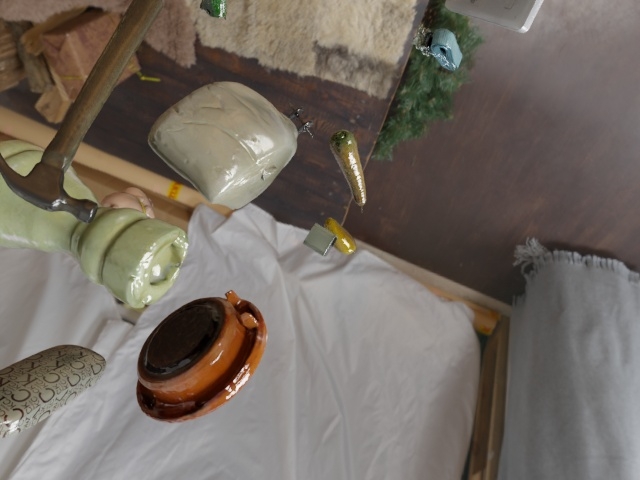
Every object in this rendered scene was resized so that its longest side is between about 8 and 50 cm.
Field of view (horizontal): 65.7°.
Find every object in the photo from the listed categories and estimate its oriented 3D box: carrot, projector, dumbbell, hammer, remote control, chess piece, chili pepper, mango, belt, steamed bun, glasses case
[{"bbox_3d":[0.095,-0.194,1.462,0.078,0.078,0.298,2,139,23],"label":"carrot"},{"bbox_3d":[0.000,0.000,1.642,0.082,0.083,0.083,32,178,9],"label":"projector"},{"bbox_3d":[-0.067,-0.412,1.702,0.069,0.069,0.147,-38,87,41],"label":"dumbbell"},{"bbox_3d":[-0.361,-0.246,0.810,0.168,0.439,0.044,26,154,-18],"label":"hammer"},{"bbox_3d":[0.419,-0.589,1.212,0.250,0.034,0.103,41,119,39],"label":"remote control"},{"bbox_3d":[-0.509,-0.028,1.045,0.442,0.234,0.234,26,135,13],"label":"chess piece"},{"bbox_3d":[-0.258,-0.668,1.220,0.088,0.059,0.226,45,146,18],"label":"chili pepper"},{"bbox_3d":[0.069,-0.015,1.840,0.076,0.103,0.161,-32,111,18],"label":"mango"},{"bbox_3d":[0.329,-0.520,1.356,0.100,0.179,0.065,19,91,29],"label":"belt"},{"bbox_3d":[-0.188,-0.224,1.099,0.236,0.383,0.247,-42,90,8],"label":"steamed bun"},{"bbox_3d":[-0.613,0.314,1.082,0.137,0.355,0.085,22,100,6],"label":"glasses case"}]

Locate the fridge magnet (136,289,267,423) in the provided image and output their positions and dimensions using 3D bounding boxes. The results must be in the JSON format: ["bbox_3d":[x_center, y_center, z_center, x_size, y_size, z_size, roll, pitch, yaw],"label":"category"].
[{"bbox_3d":[-0.303,0.277,1.227,0.364,0.363,0.155,-9,129,30],"label":"fridge magnet"}]

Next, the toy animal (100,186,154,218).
[{"bbox_3d":[-0.609,-0.085,1.568,0.149,0.248,0.165,-17,96,-10],"label":"toy animal"}]
